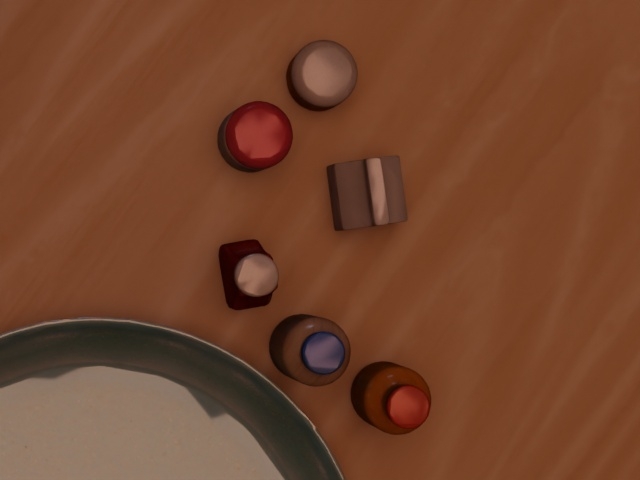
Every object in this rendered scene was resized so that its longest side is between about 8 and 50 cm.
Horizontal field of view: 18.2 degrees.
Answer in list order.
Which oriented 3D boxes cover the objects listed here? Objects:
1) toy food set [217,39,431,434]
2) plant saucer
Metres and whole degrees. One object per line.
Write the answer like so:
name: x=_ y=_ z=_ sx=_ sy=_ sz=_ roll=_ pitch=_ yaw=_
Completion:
toy food set: x=0.000 y=0.000 z=1.145 sx=0.111 sy=0.104 sz=0.232 roll=-7 pitch=91 yaw=-8
plant saucer: x=-0.132 y=0.202 z=1.158 sx=0.317 sy=0.044 sz=0.318 roll=0 pitch=90 yaw=-8
